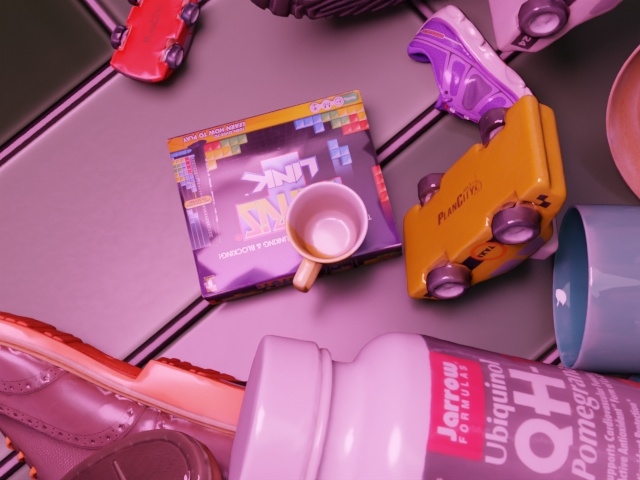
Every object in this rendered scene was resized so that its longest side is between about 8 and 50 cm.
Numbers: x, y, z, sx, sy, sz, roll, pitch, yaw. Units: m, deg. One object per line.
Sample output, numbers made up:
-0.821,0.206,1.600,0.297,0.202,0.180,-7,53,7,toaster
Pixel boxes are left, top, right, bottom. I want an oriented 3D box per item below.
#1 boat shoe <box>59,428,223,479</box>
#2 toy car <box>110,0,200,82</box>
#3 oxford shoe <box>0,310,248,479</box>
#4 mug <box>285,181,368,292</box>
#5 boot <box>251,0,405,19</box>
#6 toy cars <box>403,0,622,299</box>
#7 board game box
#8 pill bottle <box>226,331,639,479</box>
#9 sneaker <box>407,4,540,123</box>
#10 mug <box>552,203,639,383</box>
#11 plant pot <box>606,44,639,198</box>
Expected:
-0.165,0.258,0.767,0.307,0.104,0.111,-48,51,13,boat shoe
-0.091,-0.263,0.930,0.225,0.053,0.239,-14,78,0,toy car
-0.216,0.134,0.817,0.363,0.130,0.133,15,85,7,oxford shoe
0.000,-0.004,0.812,0.078,0.064,0.062,-33,79,-3,mug
0.018,-0.425,0.873,0.367,0.146,0.445,-17,79,-30,boot
0.171,-0.118,0.777,0.087,0.176,0.394,12,106,-22,toy cars
-0.031,-0.036,0.878,0.170,0.048,0.141,-15,76,0,board game box
0.101,0.162,0.729,0.318,0.176,0.176,13,79,-7,pill bottle
0.138,-0.120,0.888,0.071,0.068,0.170,-41,69,10,sneaker
0.239,0.046,0.812,0.097,0.158,0.129,1,54,1,mug
0.339,-0.086,0.790,0.236,0.236,0.032,25,49,9,plant pot
